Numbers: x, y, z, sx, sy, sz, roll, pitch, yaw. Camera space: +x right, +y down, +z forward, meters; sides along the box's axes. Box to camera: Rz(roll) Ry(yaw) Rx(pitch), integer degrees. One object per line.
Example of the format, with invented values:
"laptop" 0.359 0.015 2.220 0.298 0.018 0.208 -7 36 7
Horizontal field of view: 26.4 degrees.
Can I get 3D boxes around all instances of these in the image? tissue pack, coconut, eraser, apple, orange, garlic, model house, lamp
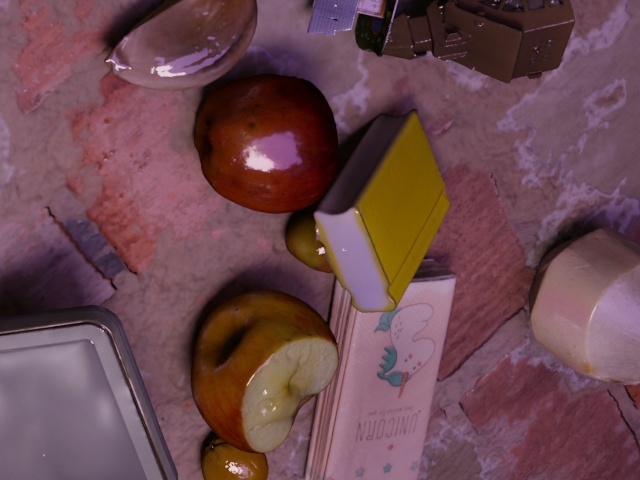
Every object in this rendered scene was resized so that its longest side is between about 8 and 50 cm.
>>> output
"tissue pack" 0.079 0.189 1.852 0.170 0.071 0.325 -6 115 -34
"coconut" 0.422 0.100 1.948 0.241 0.241 0.241 -14 118 -29
"eraser" 0.080 -0.036 1.684 0.226 0.069 0.158 -57 136 -44
"apple" 0.000 0.000 1.702 0.089 0.089 0.074 13 92 -38
"orange" -0.113 0.290 1.760 0.085 0.085 0.095 -45 118 -9
"apple" -0.072 0.158 1.677 0.195 0.160 0.173 -51 125 -2
"garlic" -0.142 -0.222 1.510 0.195 0.087 0.101 -37 113 -11
"model house" 0.164 -0.284 1.669 0.248 0.181 0.176 -13 78 -1
"apple" -0.063 -0.109 1.576 0.158 0.147 0.156 -11 138 -29
"model house" 0.039 -0.307 1.587 0.088 0.117 0.167 10 107 -20
"lamp" -0.316 0.199 1.507 0.266 0.047 0.269 -7 121 13
